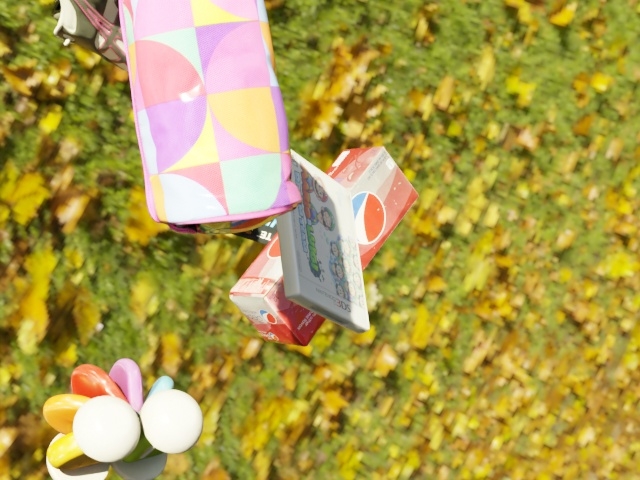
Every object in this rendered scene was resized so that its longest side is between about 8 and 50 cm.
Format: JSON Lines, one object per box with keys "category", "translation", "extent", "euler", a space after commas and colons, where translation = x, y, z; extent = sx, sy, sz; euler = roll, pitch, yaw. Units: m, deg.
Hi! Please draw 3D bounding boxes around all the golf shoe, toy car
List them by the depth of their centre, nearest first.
{"category": "golf shoe", "translation": [-0.202, -0.224, 1.151], "extent": [0.273, 0.120, 0.105], "euler": [74, 5, -58]}
{"category": "toy car", "translation": [-0.235, 0.204, 1.332], "extent": [0.182, 0.136, 0.159], "euler": [-1, 151, -34]}

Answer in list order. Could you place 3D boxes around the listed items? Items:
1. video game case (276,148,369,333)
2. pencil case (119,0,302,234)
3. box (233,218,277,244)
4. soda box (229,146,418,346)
{"category": "video game case", "translation": [0.000, 0.000, 1.115], "extent": [0.143, 0.019, 0.157], "euler": [31, 46, -55]}
{"category": "pencil case", "translation": [-0.080, -0.119, 0.721], "extent": [0.104, 0.104, 0.237], "euler": [-9, 86, -54]}
{"category": "box", "translation": [-0.115, -0.050, 1.619], "extent": [0.220, 0.175, 0.051], "euler": [17, 102, -15]}
{"category": "soda box", "translation": [0.006, 0.005, 1.419], "extent": [0.263, 0.083, 0.092], "euler": [-51, 119, -25]}
